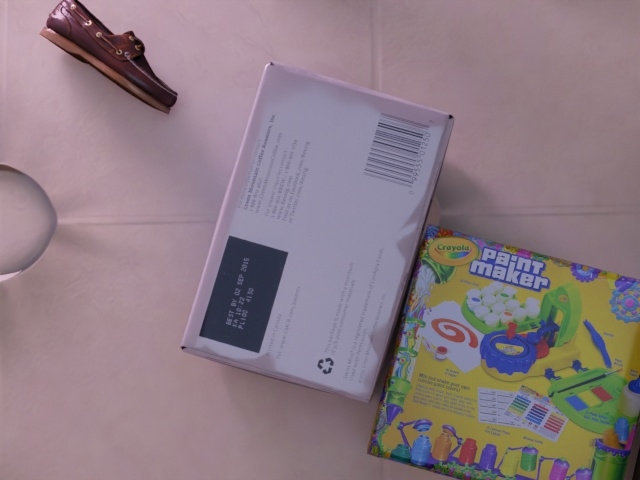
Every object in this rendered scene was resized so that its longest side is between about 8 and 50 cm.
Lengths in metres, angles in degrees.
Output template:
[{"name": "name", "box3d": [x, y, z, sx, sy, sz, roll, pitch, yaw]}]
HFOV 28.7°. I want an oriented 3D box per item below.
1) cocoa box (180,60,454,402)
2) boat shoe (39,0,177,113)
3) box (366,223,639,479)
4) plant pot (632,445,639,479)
[{"name": "cocoa box", "box3d": [0.000, 0.000, 1.502, 0.231, 0.228, 0.347, 16, 85, 4]}, {"name": "boat shoe", "box3d": [-0.266, -0.244, 1.621, 0.207, 0.073, 0.073, 35, 88, 6]}, {"name": "box", "box3d": [0.230, 0.156, 1.500, 0.290, 0.177, 0.279, 15, 85, 5]}, {"name": "plant pot", "box3d": [0.495, 0.256, 1.437, 0.323, 0.323, 0.280, 25, 103, 5]}]
